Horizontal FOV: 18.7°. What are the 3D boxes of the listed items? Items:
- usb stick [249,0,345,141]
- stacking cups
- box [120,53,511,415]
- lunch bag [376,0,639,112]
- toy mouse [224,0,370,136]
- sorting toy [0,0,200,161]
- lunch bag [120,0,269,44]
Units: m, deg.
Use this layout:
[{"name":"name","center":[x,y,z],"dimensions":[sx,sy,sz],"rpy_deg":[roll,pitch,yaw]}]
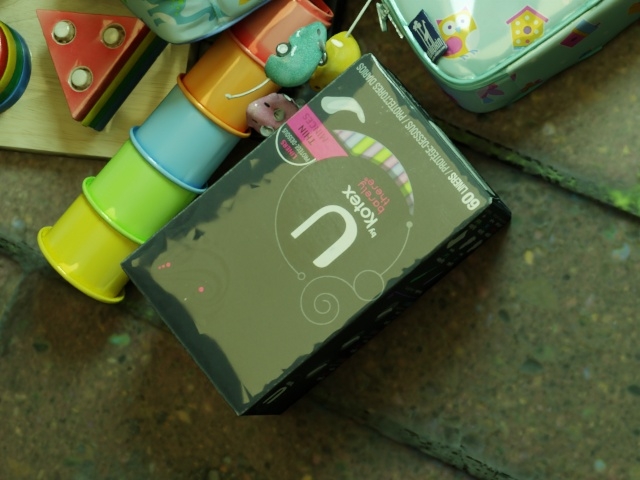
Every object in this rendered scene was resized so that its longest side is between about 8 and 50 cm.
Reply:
[{"name":"usb stick","center":[-0.013,-0.221,1.702],"dimensions":[0.077,0.045,0.278],"rpy_deg":[8,83,11]},{"name":"stacking cups","center":[-0.106,-0.085,1.651],"dimensions":[0.316,0.096,0.096],"rpy_deg":[-46,71,15]},{"name":"box","center":[0.000,0.000,1.601],"dimensions":[0.270,0.143,0.165],"rpy_deg":[-41,78,7]},{"name":"lunch bag","center":[0.167,-0.256,1.620],"dimensions":[0.279,0.108,0.224],"rpy_deg":[-33,73,9]},{"name":"toy mouse","center":[-0.022,-0.124,1.593],"dimensions":[0.031,0.143,0.161],"rpy_deg":[45,127,20]},{"name":"sorting toy","center":[-0.240,-0.209,1.743],"dimensions":[0.257,0.089,0.256],"rpy_deg":[6,83,17]},{"name":"lunch bag","center":[-0.080,-0.266,1.608],"dimensions":[0.219,0.090,0.176],"rpy_deg":[-33,40,-9]}]
